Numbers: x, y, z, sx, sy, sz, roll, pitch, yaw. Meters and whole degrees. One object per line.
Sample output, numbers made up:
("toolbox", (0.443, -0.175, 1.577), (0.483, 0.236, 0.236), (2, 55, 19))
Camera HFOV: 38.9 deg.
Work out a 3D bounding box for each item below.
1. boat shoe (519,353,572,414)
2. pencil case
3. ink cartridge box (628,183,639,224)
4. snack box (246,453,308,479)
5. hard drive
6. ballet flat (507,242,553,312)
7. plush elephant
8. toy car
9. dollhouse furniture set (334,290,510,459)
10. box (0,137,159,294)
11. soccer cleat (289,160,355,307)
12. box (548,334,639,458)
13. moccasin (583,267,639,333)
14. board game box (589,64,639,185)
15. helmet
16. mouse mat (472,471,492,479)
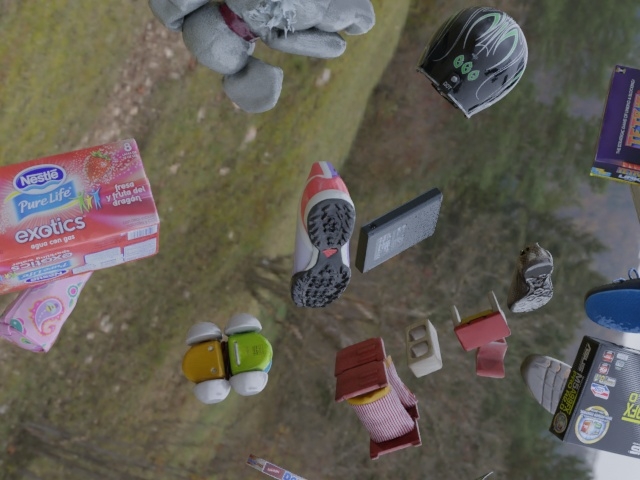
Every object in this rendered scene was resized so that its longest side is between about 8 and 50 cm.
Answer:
("boat shoe", (0.646, 0.400, 2.410), (0.132, 0.355, 0.130), (-53, -155, 2))
("pencil case", (-0.519, 0.079, 1.773), (0.124, 0.124, 0.284), (82, 31, -62))
("ink cartridge box", (0.828, -0.181, 1.840), (0.166, 0.395, 0.285), (61, 22, -43))
("snack box", (-0.052, 0.447, 1.693), (0.064, 0.178, 0.022), (3, -115, 58))
("hard drive", (0.112, -0.014, 1.294), (0.135, 0.022, 0.094), (-28, 149, -23))
("ballet flat", (0.386, 0.071, 1.676), (0.250, 0.084, 0.058), (72, 2, -63))
("plush elephant", (-0.107, -0.362, 1.437), (0.272, 0.255, 0.330), (55, 35, -20))
("toy car", (-0.177, 0.241, 1.802), (0.136, 0.182, 0.159), (58, 19, -66))
("dollhouse furniture set", (0.232, 0.284, 1.877), (0.201, 0.374, 0.152), (58, 18, -30))
("box", (-0.397, -0.027, 1.324), (0.154, 0.300, 0.142), (117, -44, -68))
("soccer cleat", (0.000, 0.000, 1.628), (0.318, 0.109, 0.116), (98, -15, -48))
("box", (0.628, 0.332, 1.873), (0.216, 0.270, 0.060), (-71, -159, 5))
("moccasin", (0.765, 0.135, 2.031), (0.117, 0.342, 0.137), (-76, 164, -57))
("board game box", (0.477, -0.161, 1.309), (0.048, 0.141, 0.170), (81, 25, -66))
("helmet", (0.248, -0.292, 1.437), (0.161, 0.169, 0.169), (-46, 171, 8))
("mouse mat", (0.314, 0.571, 2.069), (0.007, 0.153, 0.190), (63, 14, 15))
